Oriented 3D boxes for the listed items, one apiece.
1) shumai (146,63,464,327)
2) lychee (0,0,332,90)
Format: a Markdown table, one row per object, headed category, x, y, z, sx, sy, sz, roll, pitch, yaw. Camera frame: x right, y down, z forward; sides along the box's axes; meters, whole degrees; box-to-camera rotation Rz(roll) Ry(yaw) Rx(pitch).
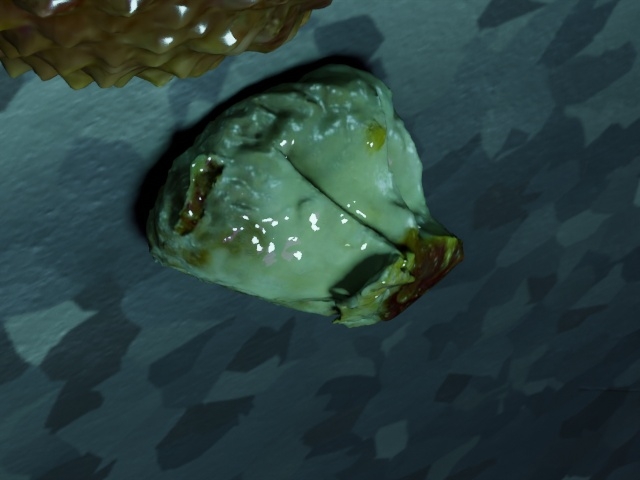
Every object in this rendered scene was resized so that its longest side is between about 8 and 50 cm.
| category | x | y | z | sx | sy | sz | roll | pitch | yaw |
| --- | --- | --- | --- | --- | --- | --- | --- | --- | --- |
| shumai | -0.005 | 0.002 | 1.126 | 0.184 | 0.142 | 0.184 | -27 | 148 | -19 |
| lychee | -0.098 | -0.184 | 0.694 | 0.267 | 0.267 | 0.267 | -25 | 147 | -17 |
